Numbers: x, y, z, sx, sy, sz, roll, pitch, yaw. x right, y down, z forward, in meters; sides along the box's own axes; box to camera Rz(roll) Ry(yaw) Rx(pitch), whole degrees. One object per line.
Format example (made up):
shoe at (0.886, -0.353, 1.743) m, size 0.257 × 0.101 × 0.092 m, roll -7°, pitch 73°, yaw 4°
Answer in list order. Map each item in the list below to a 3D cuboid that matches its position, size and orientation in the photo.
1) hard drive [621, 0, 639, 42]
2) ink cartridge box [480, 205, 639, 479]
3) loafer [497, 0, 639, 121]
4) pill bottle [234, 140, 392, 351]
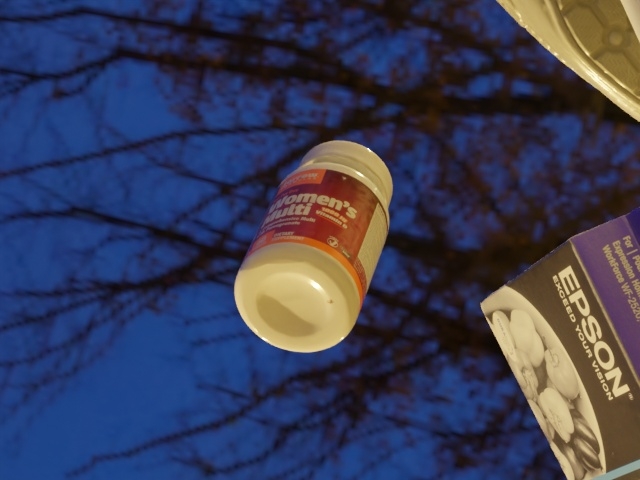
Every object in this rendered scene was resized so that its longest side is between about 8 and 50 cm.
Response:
hard drive at (0.227, -0.179, 0.949) m, size 0.040 × 0.203 × 0.307 m, roll 7°, pitch -123°, yaw -57°
ink cartridge box at (0.185, 0.095, 1.129) m, size 0.045 × 0.208 × 0.206 m, roll -23°, pitch -99°, yaw -22°
loafer at (0.166, -0.215, 1.447) m, size 0.112 × 0.111 × 0.319 m, roll -37°, pitch -91°, yaw -11°
pill bottle at (0.000, 0.000, 1.924) m, size 0.221 × 0.121 × 0.121 m, roll -68°, pitch -33°, yaw -54°
